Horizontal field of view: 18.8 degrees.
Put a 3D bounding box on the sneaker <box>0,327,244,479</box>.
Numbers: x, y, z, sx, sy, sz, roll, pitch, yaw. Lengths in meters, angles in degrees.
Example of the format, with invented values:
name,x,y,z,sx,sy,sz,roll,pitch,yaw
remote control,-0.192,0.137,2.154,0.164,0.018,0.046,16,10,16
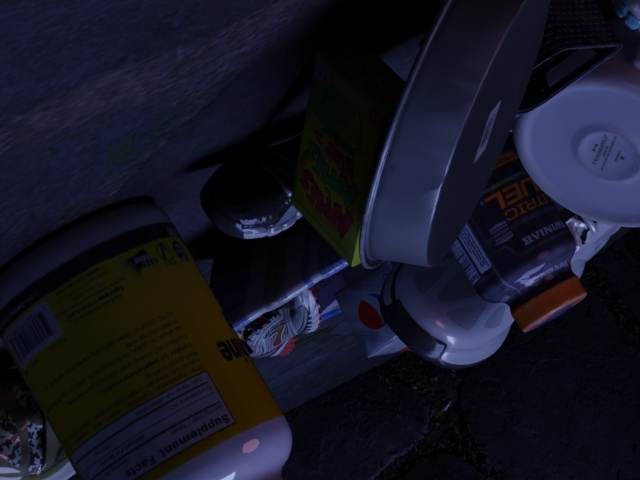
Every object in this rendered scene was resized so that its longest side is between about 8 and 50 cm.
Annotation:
name,x,y,z,sx,sy,sz,roll,pitch,yaw
sneaker,-0.245,0.141,2.041,0.410,0.158,0.182,-12,137,-41

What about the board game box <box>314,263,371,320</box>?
name,x,y,z,sx,sy,sz,roll,pitch,yaw
board game box,0.143,-0.019,2.570,0.319,0.066,0.318,-25,169,-31

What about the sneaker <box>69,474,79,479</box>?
name,x,y,z,sx,sy,sz,roll,pitch,yaw
sneaker,-0.416,0.271,2.272,0.330,0.122,0.146,-17,178,-43

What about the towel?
name,x,y,z,sx,sy,sz,roll,pitch,yaw
towel,0.000,0.000,2.046,0.285,0.034,0.209,-32,-160,14

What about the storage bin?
name,x,y,z,sx,sy,sz,roll,pitch,yaw
storage bin,0.189,-0.181,1.802,0.122,0.084,0.180,-36,170,27

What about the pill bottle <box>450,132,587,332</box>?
name,x,y,z,sx,sy,sz,roll,pitch,yaw
pill bottle,0.208,-0.018,2.219,0.130,0.245,0.130,-30,171,-5

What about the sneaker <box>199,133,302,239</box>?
name,x,y,z,sx,sy,sz,roll,pitch,yaw
sneaker,-0.005,-0.088,1.752,0.229,0.086,0.132,-25,158,-43

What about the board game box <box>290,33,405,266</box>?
name,x,y,z,sx,sy,sz,roll,pitch,yaw
board game box,0.028,-0.074,1.636,0.043,0.092,0.181,-25,145,-30

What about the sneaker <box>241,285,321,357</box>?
name,x,y,z,sx,sy,sz,roll,pitch,yaw
sneaker,-0.064,0.100,2.496,0.093,0.088,0.225,-12,156,-26

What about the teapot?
name,x,y,z,sx,sy,sz,roll,pitch,yaw
teapot,0.339,-0.155,2.091,0.256,0.252,0.187,-15,-145,42

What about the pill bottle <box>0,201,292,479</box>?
name,x,y,z,sx,sy,sz,roll,pitch,yaw
pill bottle,-0.144,0.149,1.730,0.188,0.334,0.188,-30,171,-5

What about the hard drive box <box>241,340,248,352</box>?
name,x,y,z,sx,sy,sz,roll,pitch,yaw
hard drive box,-0.219,0.177,2.411,0.181,0.089,0.232,-26,169,-29

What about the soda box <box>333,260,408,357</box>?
name,x,y,z,sx,sy,sz,roll,pitch,yaw
soda box,0.117,0.087,2.538,0.091,0.098,0.286,-32,170,15

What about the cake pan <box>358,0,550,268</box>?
name,x,y,z,sx,sy,sz,roll,pitch,yaw
cake pan,0.115,-0.103,1.588,0.293,0.054,0.293,-61,167,-25

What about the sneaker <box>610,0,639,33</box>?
name,x,y,z,sx,sy,sz,roll,pitch,yaw
sneaker,0.427,-0.289,1.906,0.283,0.110,0.122,-27,167,-22

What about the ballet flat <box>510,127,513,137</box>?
name,x,y,z,sx,sy,sz,roll,pitch,yaw
ballet flat,0.266,-0.142,2.297,0.086,0.086,0.248,-24,170,-33

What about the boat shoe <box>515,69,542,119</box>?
name,x,y,z,sx,sy,sz,roll,pitch,yaw
boat shoe,0.111,-0.112,1.911,0.258,0.109,0.089,-42,-167,-19

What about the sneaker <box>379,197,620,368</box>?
name,x,y,z,sx,sy,sz,roll,pitch,yaw
sneaker,0.257,-0.019,2.379,0.447,0.169,0.257,-30,162,-51
